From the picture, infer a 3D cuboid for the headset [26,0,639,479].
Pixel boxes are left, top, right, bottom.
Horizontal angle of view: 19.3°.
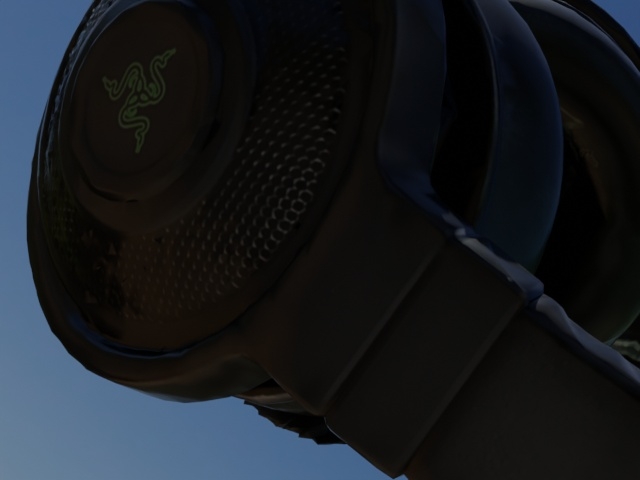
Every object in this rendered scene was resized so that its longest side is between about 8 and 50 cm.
[{"bbox_3d":[0.000,0.000,0.523,0.394,0.185,0.243,41,15,20],"label":"headset"}]
